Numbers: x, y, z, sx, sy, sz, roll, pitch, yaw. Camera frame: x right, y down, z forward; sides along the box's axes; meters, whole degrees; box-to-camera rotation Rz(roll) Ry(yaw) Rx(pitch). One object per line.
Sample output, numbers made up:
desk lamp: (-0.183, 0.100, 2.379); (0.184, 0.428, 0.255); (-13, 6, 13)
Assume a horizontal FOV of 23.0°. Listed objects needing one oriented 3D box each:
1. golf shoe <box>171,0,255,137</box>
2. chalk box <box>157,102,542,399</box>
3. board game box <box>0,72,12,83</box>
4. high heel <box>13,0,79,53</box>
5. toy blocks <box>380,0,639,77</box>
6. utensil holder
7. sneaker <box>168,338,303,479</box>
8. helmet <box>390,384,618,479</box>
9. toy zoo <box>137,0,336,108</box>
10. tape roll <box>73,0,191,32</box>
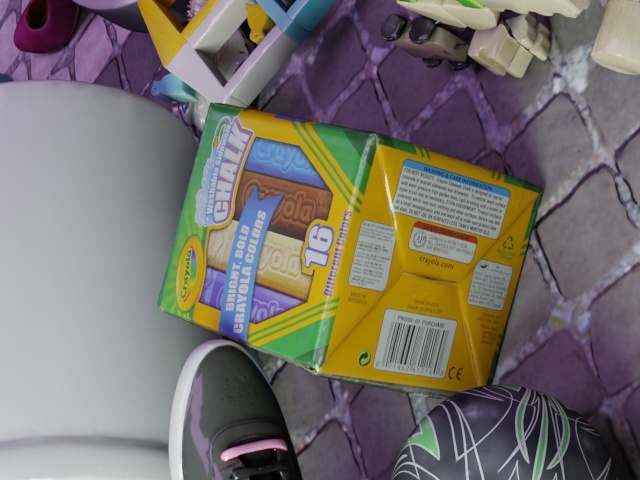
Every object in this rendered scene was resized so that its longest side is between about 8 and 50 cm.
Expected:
golf shoe: (-0.087, -0.186, 1.543); (0.086, 0.069, 0.176); (-2, 75, 25)
chalk box: (0.000, 0.000, 1.256); (0.289, 0.180, 0.179); (18, 94, 52)
board game box: (-0.424, -0.083, 1.942); (0.210, 0.047, 0.160); (-58, 40, 23)
high heel: (-0.321, -0.289, 1.813); (0.244, 0.117, 0.082); (-22, 63, 47)
toy blocks: (0.119, -0.289, 1.118); (0.289, 0.309, 0.260); (12, 81, 43)
utensil holder: (-0.244, 0.093, 1.429); (0.327, 0.328, 0.385); (-34, 52, 42)
sneaker: (-0.022, 0.208, 1.109); (0.147, 0.105, 0.295); (-20, 78, 57)
helmet: (0.122, 0.177, 1.052); (0.169, 0.169, 0.161); (-117, 34, -41)
toy zoo: (-0.063, -0.246, 1.468); (0.293, 0.030, 0.192); (-48, 49, 13)
tape roll: (-0.179, -0.329, 1.630); (0.219, 0.072, 0.219); (-10, 72, 32)
